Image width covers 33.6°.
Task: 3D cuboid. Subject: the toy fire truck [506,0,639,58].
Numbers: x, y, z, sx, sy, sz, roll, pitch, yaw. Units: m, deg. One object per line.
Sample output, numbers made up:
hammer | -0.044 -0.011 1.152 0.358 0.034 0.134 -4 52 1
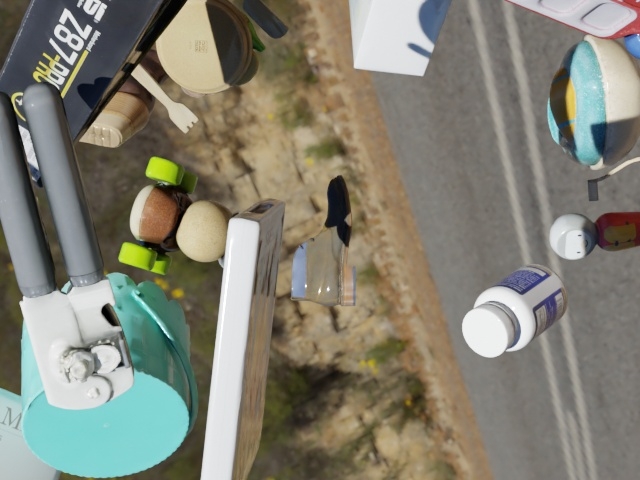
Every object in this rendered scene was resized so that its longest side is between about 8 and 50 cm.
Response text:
toy fire truck | 0.347 -0.272 1.060 0.254 0.302 0.169 150 132 -63

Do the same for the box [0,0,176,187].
box | -0.159 -0.251 0.956 0.097 0.318 0.395 34 148 -12

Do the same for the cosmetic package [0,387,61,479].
cosmetic package | -0.655 0.403 1.671 0.329 0.394 0.327 32 156 -35

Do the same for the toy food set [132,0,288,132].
toy food set | -0.140 -0.240 1.315 0.132 0.192 0.038 46 -159 -7

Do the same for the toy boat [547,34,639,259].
toy boat | 0.388 -0.134 1.529 0.267 0.148 0.318 60 -156 -78

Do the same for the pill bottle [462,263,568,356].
pill bottle | 0.318 0.119 1.751 0.112 0.186 0.112 18 119 36

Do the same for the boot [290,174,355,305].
boot | 0.000 0.000 1.724 0.082 0.106 0.219 92 175 -75

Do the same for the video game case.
video game case | -0.058 0.086 0.831 0.206 0.026 0.227 -63 -20 -83

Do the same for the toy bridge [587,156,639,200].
toy bridge | 0.506 -0.098 1.630 0.026 0.188 0.063 -9 -85 -70

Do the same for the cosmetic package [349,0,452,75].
cosmetic package | 0.137 -0.448 1.851 0.224 0.138 0.225 108 163 -52

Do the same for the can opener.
can opener | -0.212 0.011 0.851 0.093 0.074 0.280 -124 22 -63

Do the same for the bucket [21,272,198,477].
bucket | -0.318 0.209 1.586 0.183 0.281 0.281 -103 -3 -48

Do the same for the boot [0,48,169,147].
boot | -0.353 -0.226 1.516 0.207 0.248 0.090 -72 -1 -48

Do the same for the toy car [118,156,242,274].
toy car | -0.167 -0.014 1.511 0.149 0.188 0.155 39 -112 -80
